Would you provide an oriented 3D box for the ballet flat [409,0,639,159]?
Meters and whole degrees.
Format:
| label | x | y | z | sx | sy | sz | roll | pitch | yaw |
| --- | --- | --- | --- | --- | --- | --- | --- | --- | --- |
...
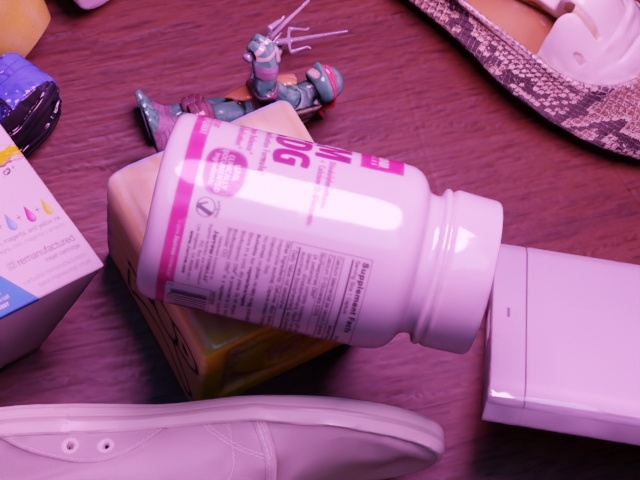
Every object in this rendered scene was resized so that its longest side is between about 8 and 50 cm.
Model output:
| label | x | y | z | sx | sy | sz | roll | pitch | yaw |
| --- | --- | --- | --- | --- | --- | --- | --- | --- | --- |
| ballet flat | 0.203 | -0.263 | 1.701 | 0.483 | 0.182 | 0.164 | 38 | 67 | 8 |

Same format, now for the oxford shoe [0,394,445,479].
| label | x | y | z | sx | sy | sz | roll | pitch | yaw |
| --- | --- | --- | --- | --- | --- | --- | --- | --- | --- |
| oxford shoe | -0.111 | 0.216 | 1.474 | 0.449 | 0.169 | 0.130 | -3 | 65 | -1 |

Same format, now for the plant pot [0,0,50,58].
| label | x | y | z | sx | sy | sz | roll | pitch | yaw |
| --- | --- | --- | --- | --- | --- | --- | --- | --- | --- |
| plant pot | -0.331 | -0.229 | 1.657 | 0.095 | 0.134 | 0.134 | 36 | 66 | -19 |

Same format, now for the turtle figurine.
| label | x | y | z | sx | sy | sz | roll | pitch | yaw |
| --- | --- | --- | --- | --- | --- | --- | --- | --- | --- |
| turtle figurine | -0.065 | -0.154 | 1.645 | 0.234 | 0.175 | 0.118 | -20 | 89 | -6 |

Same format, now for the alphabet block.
| label | x | y | z | sx | sy | sz | roll | pitch | yaw |
| --- | --- | --- | --- | --- | --- | --- | --- | --- | --- |
| alphabet block | -0.075 | 0.018 | 1.545 | 0.193 | 0.192 | 0.197 | -26 | 74 | -15 |

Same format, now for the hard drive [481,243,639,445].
| label | x | y | z | sx | sy | sz | roll | pitch | yaw |
| --- | --- | --- | --- | --- | --- | --- | --- | --- | --- |
| hard drive | 0.335 | 0.111 | 1.572 | 0.353 | 0.047 | 0.233 | 9 | 37 | 0 |

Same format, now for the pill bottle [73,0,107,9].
| label | x | y | z | sx | sy | sz | roll | pitch | yaw |
| --- | --- | --- | --- | --- | --- | --- | --- | --- | --- |
| pill bottle | -0.290 | -0.342 | 1.703 | 0.117 | 0.117 | 0.215 | -40 | 78 | -20 |

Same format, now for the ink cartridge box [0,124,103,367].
| label | x | y | z | sx | sy | sz | roll | pitch | yaw |
| --- | --- | --- | --- | --- | --- | --- | --- | --- | --- |
| ink cartridge box | -0.353 | 0.001 | 1.489 | 0.171 | 0.168 | 0.233 | -29 | 78 | -43 |

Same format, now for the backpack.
| label | x | y | z | sx | sy | sz | roll | pitch | yaw |
| --- | --- | --- | --- | --- | --- | --- | --- | --- | --- |
| backpack | -0.323 | -0.130 | 1.623 | 0.101 | 0.098 | 0.120 | 40 | 69 | 13 |

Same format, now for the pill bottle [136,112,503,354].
| label | x | y | z | sx | sy | sz | roll | pitch | yaw |
| --- | --- | --- | --- | --- | --- | --- | --- | --- | --- |
| pill bottle | 0.000 | 0.000 | 1.373 | 0.283 | 0.160 | 0.160 | 13 | 67 | -2 |
